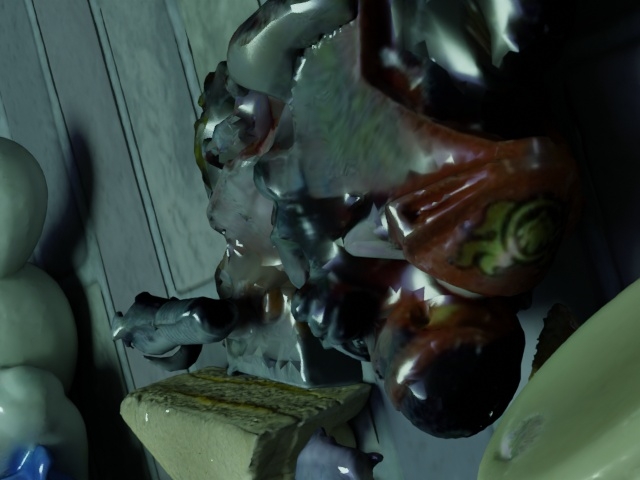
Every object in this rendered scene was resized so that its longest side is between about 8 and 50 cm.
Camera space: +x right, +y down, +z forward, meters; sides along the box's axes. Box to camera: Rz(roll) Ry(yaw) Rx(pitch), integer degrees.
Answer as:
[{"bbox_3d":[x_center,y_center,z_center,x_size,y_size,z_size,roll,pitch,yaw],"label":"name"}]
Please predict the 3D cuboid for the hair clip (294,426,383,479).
[{"bbox_3d":[0.059,0.194,0.605,0.278,0.090,0.137,48,161,-21],"label":"hair clip"}]

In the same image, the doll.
[{"bbox_3d":[-0.242,0.163,1.101,0.376,0.187,0.365,98,154,-60],"label":"doll"}]

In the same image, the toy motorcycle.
[{"bbox_3d":[0.000,0.000,0.722,0.401,0.134,0.207,-25,73,56],"label":"toy motorcycle"}]

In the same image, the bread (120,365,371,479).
[{"bbox_3d":[-0.047,0.092,0.871,0.152,0.077,0.105,41,137,39],"label":"bread"}]

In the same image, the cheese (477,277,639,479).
[{"bbox_3d":[0.147,0.034,0.499,0.064,0.137,0.227,42,114,-14],"label":"cheese"}]

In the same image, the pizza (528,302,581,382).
[{"bbox_3d":[0.116,0.061,0.655,0.083,0.025,0.078,1,106,50],"label":"pizza"}]
